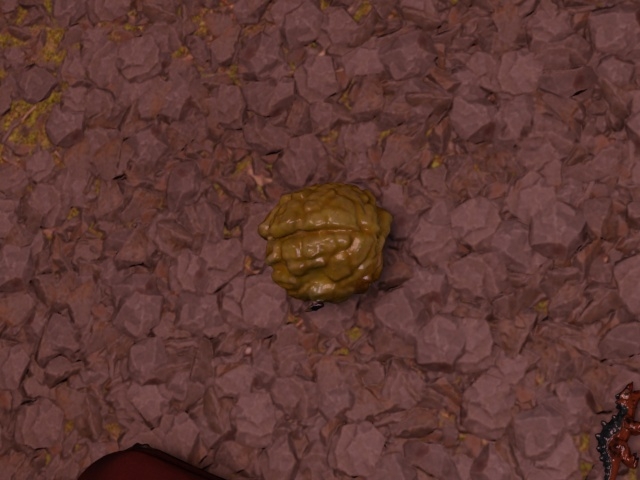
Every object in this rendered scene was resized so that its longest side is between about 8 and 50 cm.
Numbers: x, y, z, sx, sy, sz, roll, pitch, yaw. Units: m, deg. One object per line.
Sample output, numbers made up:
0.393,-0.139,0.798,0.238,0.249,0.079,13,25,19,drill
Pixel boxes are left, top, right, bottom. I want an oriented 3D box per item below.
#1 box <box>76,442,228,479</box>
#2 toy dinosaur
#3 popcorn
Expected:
-0.158,0.419,1.538,0.404,0.108,0.263,20,68,22,box
0.348,0.239,1.457,0.055,0.049,0.154,18,78,20,toy dinosaur
0.003,0.009,1.586,0.173,0.173,0.142,-39,59,7,popcorn
